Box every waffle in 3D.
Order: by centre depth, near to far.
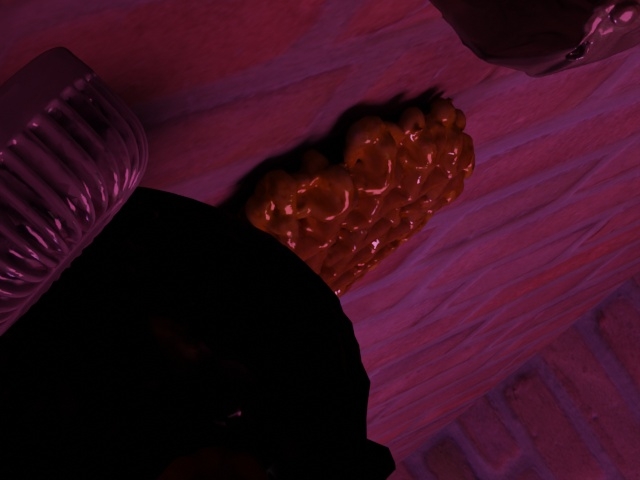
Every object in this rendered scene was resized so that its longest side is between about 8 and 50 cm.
[{"bbox_3d":[-0.002,-0.001,1.377,0.329,0.062,0.329,-35,169,-8],"label":"waffle"}]

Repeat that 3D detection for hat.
[{"bbox_3d":[0.200,-0.175,1.095,0.214,0.149,0.244,-40,155,29],"label":"hat"}]

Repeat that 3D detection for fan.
[{"bbox_3d":[-0.167,0.025,0.737,0.244,0.074,0.130,-47,-177,15],"label":"fan"}]

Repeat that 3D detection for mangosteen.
[{"bbox_3d":[-0.125,0.167,0.929,0.381,0.421,0.381,-10,127,-14],"label":"mangosteen"}]
